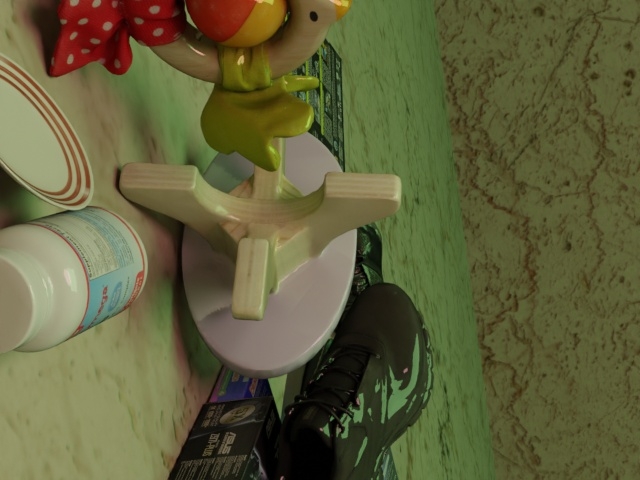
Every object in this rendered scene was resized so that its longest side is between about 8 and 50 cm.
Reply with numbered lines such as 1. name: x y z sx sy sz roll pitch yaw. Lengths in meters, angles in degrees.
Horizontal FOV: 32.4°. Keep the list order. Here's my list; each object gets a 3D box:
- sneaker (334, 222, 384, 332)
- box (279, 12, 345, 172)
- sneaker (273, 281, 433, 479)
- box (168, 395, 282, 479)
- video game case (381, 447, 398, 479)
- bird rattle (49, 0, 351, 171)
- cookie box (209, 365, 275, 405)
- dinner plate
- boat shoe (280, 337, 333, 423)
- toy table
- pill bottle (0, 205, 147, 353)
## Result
1. sneaker: 0.054 0.060 1.631 0.130 0.087 0.227 -86 167 -57
2. box: -0.032 -0.178 1.459 0.216 0.060 0.270 44 40 -57
3. sneaker: 0.026 0.164 1.057 0.130 0.109 0.286 48 52 -51
4. box: -0.080 0.261 1.054 0.180 0.078 0.147 -67 146 -62
5. video game case: 0.085 0.370 1.703 0.196 0.026 0.274 -64 142 -64
6. bird rattle: -0.092 -0.191 0.907 0.253 0.207 0.143 35 40 -22
7. cookie box: -0.077 0.188 1.172 0.092 0.040 0.107 -70 150 -62
8. dinner plate: -0.215 -0.079 0.791 0.141 0.017 0.141 53 16 -22
9. boat shoe: 0.003 0.262 1.212 0.116 0.099 0.319 -55 151 -73
10. toy table: -0.054 -0.023 1.052 0.161 0.252 0.274 89 -7 -64
11. pill bottle: -0.189 0.028 0.763 0.160 0.087 0.087 -33 114 -73
